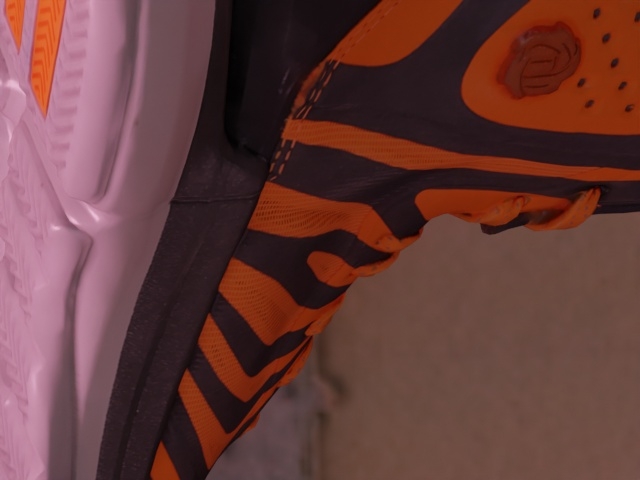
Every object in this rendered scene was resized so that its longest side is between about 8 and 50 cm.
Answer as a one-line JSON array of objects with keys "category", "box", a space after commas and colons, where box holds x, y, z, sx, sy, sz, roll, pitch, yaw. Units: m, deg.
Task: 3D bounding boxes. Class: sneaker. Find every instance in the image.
[{"category": "sneaker", "box": [0.000, 0.000, 0.501, 0.180, 0.124, 0.321, -9, 148, -24]}]
